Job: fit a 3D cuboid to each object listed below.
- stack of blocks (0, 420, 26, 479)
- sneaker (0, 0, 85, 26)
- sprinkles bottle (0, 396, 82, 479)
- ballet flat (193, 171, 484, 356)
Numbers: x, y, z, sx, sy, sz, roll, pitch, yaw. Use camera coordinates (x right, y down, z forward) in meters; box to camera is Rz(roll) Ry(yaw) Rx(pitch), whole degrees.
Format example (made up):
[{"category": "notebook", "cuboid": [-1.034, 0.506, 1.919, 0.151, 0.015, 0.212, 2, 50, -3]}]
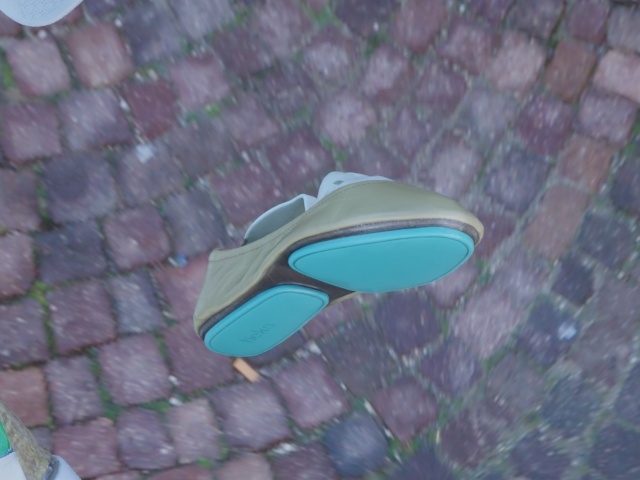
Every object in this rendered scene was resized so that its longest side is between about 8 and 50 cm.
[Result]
[{"category": "stack of blocks", "cuboid": [-0.168, 0.215, 0.826, 0.171, 0.087, 0.297, -24, 100, -19]}, {"category": "sneaker", "cuboid": [-0.101, -0.263, 1.063, 0.296, 0.147, 0.104, -31, 106, 35]}, {"category": "sprinkles bottle", "cuboid": [-0.294, 0.085, 1.022, 0.121, 0.121, 0.355, -38, 106, -3]}, {"category": "ballet flat", "cuboid": [0.000, 0.000, 0.873, 0.080, 0.232, 0.073, 20, 61, -33]}]
